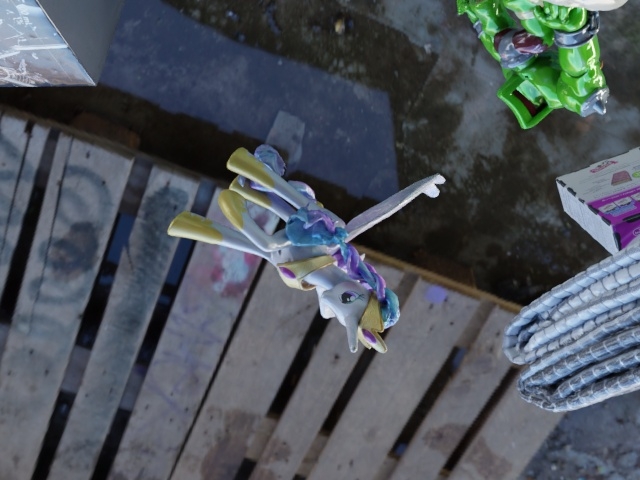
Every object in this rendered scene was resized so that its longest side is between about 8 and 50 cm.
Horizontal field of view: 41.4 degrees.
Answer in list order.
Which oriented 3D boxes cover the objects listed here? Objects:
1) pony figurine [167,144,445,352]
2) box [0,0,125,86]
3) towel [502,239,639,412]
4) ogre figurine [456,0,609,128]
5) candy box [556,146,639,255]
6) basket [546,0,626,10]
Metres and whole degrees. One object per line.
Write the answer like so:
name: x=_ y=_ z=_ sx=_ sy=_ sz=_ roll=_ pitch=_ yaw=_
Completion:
pony figurine: x=0.000 y=0.000 z=1.329 sx=0.363 sy=0.351 sz=0.303 roll=35 pitch=124 yaw=8
box: x=-0.475 y=-0.368 z=1.093 sx=0.312 sy=0.179 sz=0.343 roll=1 pitch=153 yaw=15
towel: x=0.359 y=0.080 z=0.853 sx=0.235 sy=0.121 sz=0.283 roll=-3 pitch=156 yaw=-33
ogre figurine: x=0.187 y=-0.169 z=0.741 sx=0.097 sy=0.197 sz=0.118 roll=-41 pitch=114 yaw=-22
candy box: x=0.502 y=-0.064 z=1.371 sx=0.159 sy=0.233 sz=0.071 roll=-20 pitch=113 yaw=2
basket: x=0.072 y=-0.325 z=0.424 sx=0.331 sy=0.266 sz=0.328 roll=2 pitch=146 yaw=-21
